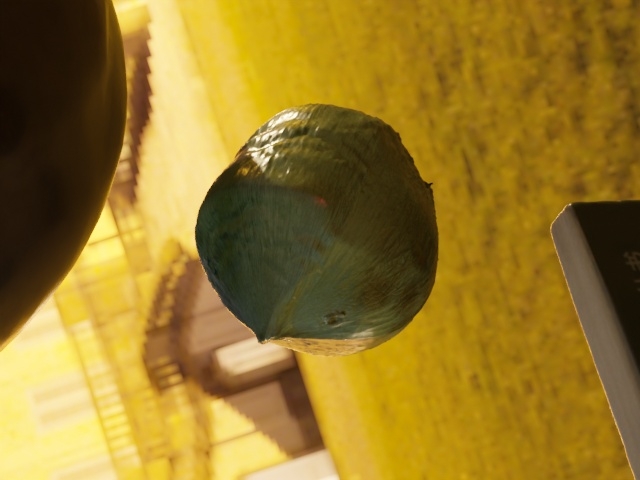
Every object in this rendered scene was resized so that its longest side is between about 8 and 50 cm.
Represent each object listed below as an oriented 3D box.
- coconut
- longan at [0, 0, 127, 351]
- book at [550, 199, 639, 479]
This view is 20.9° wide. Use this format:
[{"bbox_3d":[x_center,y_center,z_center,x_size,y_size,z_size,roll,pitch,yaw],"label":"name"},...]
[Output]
[{"bbox_3d":[0.000,0.000,0.604,0.088,0.088,0.096,72,-146,-46],"label":"coconut"},{"bbox_3d":[-0.238,-0.064,0.697,0.319,0.319,0.319,162,90,-89],"label":"longan"},{"bbox_3d":[0.234,0.069,0.657,0.027,0.264,0.202,121,140,-53],"label":"book"}]
